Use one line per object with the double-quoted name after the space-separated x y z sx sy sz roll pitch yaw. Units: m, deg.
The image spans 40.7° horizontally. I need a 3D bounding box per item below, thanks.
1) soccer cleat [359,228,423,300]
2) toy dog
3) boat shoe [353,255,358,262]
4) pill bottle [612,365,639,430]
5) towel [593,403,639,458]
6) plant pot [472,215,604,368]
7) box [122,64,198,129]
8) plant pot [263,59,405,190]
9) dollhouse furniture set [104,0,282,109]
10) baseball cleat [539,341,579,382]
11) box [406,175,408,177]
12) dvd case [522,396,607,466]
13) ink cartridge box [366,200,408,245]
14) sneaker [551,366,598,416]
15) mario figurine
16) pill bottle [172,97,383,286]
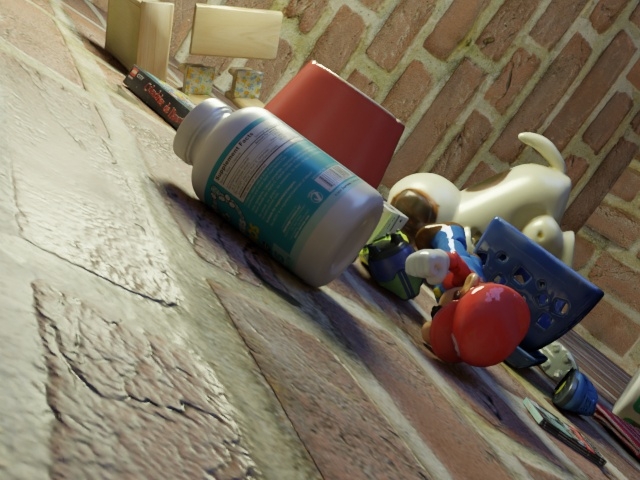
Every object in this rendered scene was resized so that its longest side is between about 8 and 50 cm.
0.128 0.049 1.513 0.289 0.093 0.121 -54 120 -87 "soccer cleat"
0.347 -0.040 1.942 0.408 0.395 0.284 3 23 3 "toy dog"
0.000 0.000 1.304 0.125 0.046 0.038 32 8 -2 "boat shoe"
0.815 0.389 1.797 0.361 0.204 0.204 34 7 17 "pill bottle"
0.653 0.422 1.629 0.275 0.031 0.199 33 8 -15 "towel"
0.384 0.113 1.661 0.236 0.212 0.236 38 8 21 "plant pot"
-0.255 -0.239 1.655 0.233 0.044 0.159 40 9 32 "box"
-0.005 -0.149 1.452 0.275 0.243 0.275 34 8 -6 "plant pot"
-0.259 -0.470 1.969 0.394 0.362 0.256 -3 27 -29 "dollhouse furniture set"
0.495 0.247 1.856 0.109 0.072 0.206 38 8 -40 "baseball cleat"
0.267 -0.030 2.179 0.203 0.168 0.167 34 8 -11 "box"
0.358 0.281 1.273 0.119 0.013 0.087 35 7 -9 "dvd case"
0.100 -0.026 1.680 0.060 0.104 0.180 39 9 17 "ink cartridge box"
0.466 0.279 1.547 0.082 0.069 0.209 42 9 15 "sneaker"
0.187 0.089 1.283 0.198 0.170 0.320 24 19 -9 "mario figurine"
-0.061 -0.071 1.095 0.264 0.146 0.146 38 8 15 "pill bottle"
